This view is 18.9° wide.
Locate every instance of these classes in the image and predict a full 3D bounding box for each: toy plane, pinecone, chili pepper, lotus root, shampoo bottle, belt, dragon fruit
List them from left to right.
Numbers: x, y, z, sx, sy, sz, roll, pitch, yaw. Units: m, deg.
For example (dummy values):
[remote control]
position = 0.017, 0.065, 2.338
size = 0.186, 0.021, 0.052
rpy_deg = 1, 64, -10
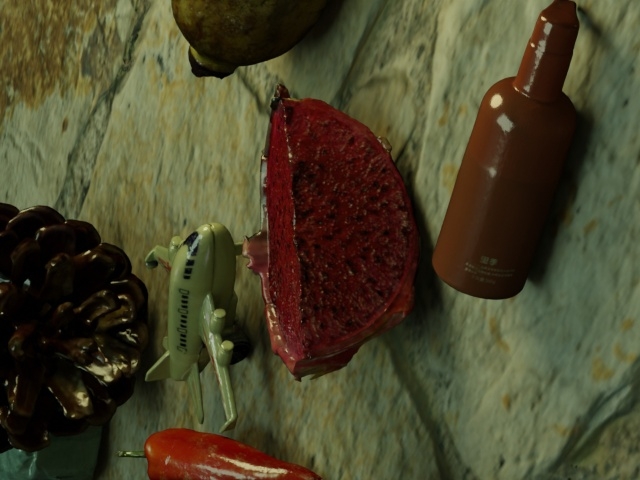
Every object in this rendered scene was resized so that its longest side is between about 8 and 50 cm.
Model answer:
[pinecone]
position = -0.338, 0.092, 2.175
size = 0.296, 0.298, 0.242
rpy_deg = 16, 146, 41
[belt]
position = -0.370, 0.206, 2.389
size = 0.257, 0.150, 0.207
rpy_deg = 54, 128, 39
[toy plane]
position = -0.124, 0.070, 1.993
size = 0.242, 0.104, 0.256
rpy_deg = 63, 143, 35
[chili pepper]
position = -0.111, 0.229, 1.973
size = 0.272, 0.071, 0.063
rpy_deg = 4, 105, 40
[lotus root]
position = -0.063, -0.248, 1.793
size = 0.128, 0.145, 0.260
rpy_deg = -95, 25, -46
[dragon fruit]
position = 0.009, 0.002, 1.757
size = 0.161, 0.126, 0.274
rpy_deg = 131, 136, -63
[shampoo bottle]
position = 0.157, -0.071, 1.525
size = 0.085, 0.085, 0.244
rpy_deg = 48, 132, 45
